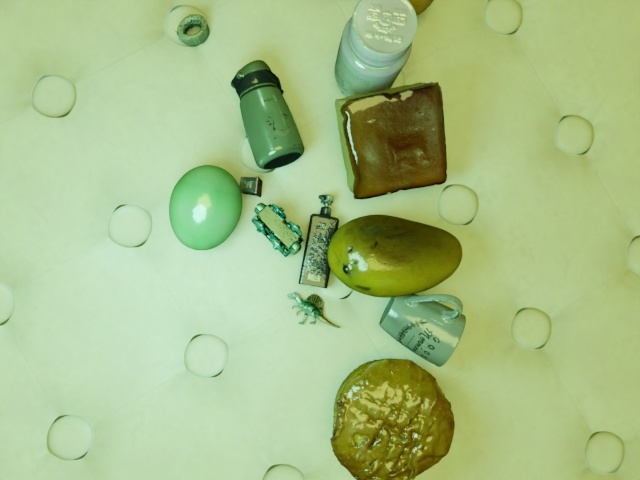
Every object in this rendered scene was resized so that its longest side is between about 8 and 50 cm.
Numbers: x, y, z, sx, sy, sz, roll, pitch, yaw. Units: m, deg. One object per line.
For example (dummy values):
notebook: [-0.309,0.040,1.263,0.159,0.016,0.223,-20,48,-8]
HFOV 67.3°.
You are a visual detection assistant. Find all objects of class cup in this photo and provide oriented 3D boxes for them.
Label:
cup: [0.334,0.246,1.534,0.234,0.258,0.186,29,42,4]

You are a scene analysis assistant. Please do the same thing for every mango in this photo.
mango: [0.244,0.044,1.532,0.445,0.301,0.221,-2,128,-19]

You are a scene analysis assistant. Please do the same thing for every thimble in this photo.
thimble: [-0.428,-0.702,1.611,0.110,0.062,0.084,-23,88,-5]

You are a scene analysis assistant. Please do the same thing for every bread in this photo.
bread: [0.211,0.562,1.521,0.398,0.215,0.398,0,88,-3]
bread: [0.230,-0.317,1.545,0.323,0.143,0.333,-14,115,-4]

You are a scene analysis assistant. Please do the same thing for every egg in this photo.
egg: [-0.360,-0.102,1.507,0.220,0.220,0.270,20,94,-3]

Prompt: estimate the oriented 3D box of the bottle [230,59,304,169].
bottle: [-0.178,-0.416,1.568,0.168,0.168,0.347,-18,84,-5]

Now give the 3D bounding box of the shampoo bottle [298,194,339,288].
shampoo bottle: [0.001,0.000,1.602,0.098,0.071,0.310,11,87,-3]

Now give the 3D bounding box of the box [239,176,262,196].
box: [-0.230,-0.179,1.591,0.063,0.084,0.060,4,88,4]

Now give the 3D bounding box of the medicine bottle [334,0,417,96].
medicine bottle: [0.162,-0.583,1.489,0.213,0.378,0.214,0,89,-4]

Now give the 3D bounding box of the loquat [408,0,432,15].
loquat: [0.280,-0.861,1.607,0.238,0.193,0.238,-5,112,-12]

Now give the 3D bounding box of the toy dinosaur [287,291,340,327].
toy dinosaur: [-0.022,0.230,1.608,0.187,0.044,0.106,6,71,-3]

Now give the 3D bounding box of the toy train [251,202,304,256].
toy train: [-0.139,-0.035,1.554,0.107,0.154,0.198,-43,92,-8]
